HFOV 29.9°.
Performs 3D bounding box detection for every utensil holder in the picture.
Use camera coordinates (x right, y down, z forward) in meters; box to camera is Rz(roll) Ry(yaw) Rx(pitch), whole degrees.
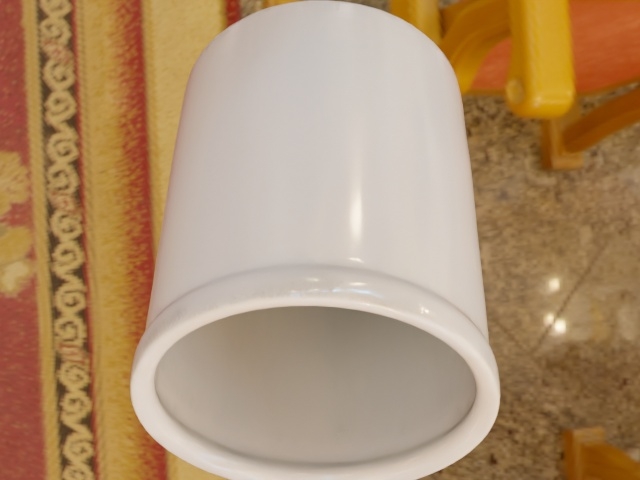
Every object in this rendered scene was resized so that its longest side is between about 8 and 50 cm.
[{"bbox_3d":[0.000,0.000,1.179,0.328,0.327,0.385,23,47,-24],"label":"utensil holder"}]
